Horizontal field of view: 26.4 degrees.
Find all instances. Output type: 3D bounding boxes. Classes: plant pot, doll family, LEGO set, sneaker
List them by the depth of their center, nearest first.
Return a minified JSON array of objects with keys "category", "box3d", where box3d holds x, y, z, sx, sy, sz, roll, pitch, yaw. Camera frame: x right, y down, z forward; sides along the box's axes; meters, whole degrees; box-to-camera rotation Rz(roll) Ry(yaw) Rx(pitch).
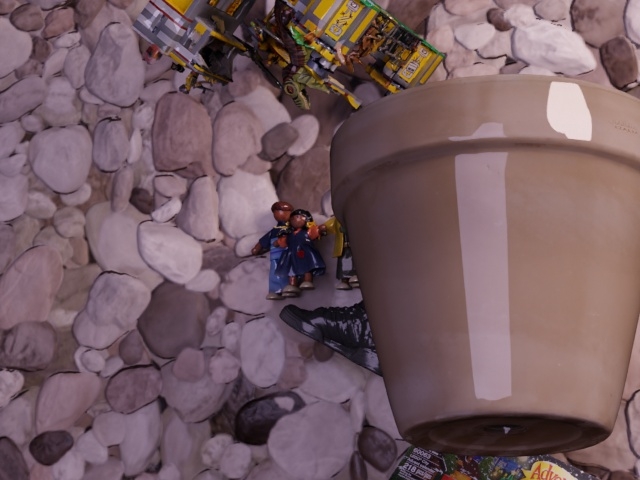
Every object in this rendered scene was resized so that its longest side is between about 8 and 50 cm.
[{"category":"plant pot","box3d":[0.168,0.042,1.248,0.323,0.323,0.280,-7,68,20]},{"category":"LEGO set","box3d":[-0.036,-0.194,1.417,0.255,0.331,0.192,39,101,12]},{"category":"sneaker","box3d":[0.046,0.085,1.452,0.170,0.051,0.089,28,88,20]},{"category":"doll family","box3d":[0.000,0.000,1.478,0.193,0.076,0.111,-8,78,23]}]

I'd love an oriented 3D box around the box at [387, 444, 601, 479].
[{"category":"box","box3d":[0.176,0.273,1.312,0.233,0.044,0.159,24,60,23]}]
